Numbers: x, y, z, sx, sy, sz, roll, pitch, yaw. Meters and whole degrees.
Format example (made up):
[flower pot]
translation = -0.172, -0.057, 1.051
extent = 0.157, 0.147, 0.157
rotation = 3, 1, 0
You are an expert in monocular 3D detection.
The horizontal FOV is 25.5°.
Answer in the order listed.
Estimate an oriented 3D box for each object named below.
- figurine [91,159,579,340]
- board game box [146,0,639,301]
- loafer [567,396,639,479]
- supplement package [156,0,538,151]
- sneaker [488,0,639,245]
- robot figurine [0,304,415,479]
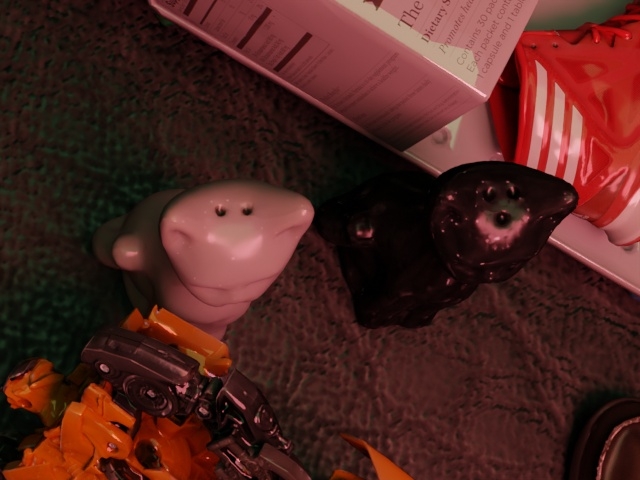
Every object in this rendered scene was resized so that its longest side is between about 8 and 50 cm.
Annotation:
[figurine]
translation = 0.000, 0.000, 0.735
extent = 0.214, 0.209, 0.092
rotation = -5, 83, -16
[board game box]
translation = 0.141, -0.208, 0.889
extent = 0.390, 0.050, 0.390
rotation = 30, 76, -10
[loafer]
translation = 0.203, 0.202, 0.834
extent = 0.080, 0.078, 0.220
rotation = -5, 84, -17
[supplement package]
translation = -0.009, -0.175, 0.745
extent = 0.244, 0.134, 0.139
rotation = 30, 75, -9
[sneaker]
translation = 0.177, -0.120, 0.816
extent = 0.128, 0.087, 0.221
rotation = 29, 74, -11
[robot figurine]
translation = -0.036, 0.147, 0.726
extent = 0.291, 0.211, 0.085
rotation = 40, 45, -9
